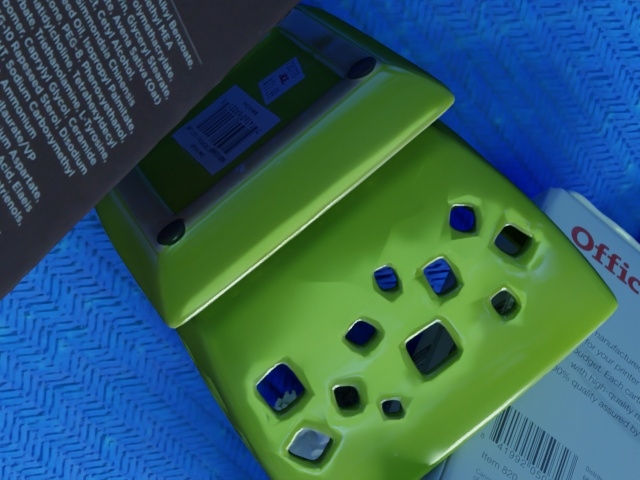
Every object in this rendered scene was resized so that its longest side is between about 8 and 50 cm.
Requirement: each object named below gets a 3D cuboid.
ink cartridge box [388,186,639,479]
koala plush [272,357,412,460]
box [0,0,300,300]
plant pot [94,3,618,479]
[{"bbox_3d":[0.155,0.139,0.960,0.207,0.117,0.283,38,51,-13],"label":"ink cartridge box"},{"bbox_3d":[0.056,0.188,1.054,0.196,0.203,0.221,-21,101,-26],"label":"koala plush"},{"bbox_3d":[-0.200,-0.065,0.674,0.381,0.191,0.143,-50,132,-30],"label":"box"},{"bbox_3d":[0.000,0.000,0.883,0.227,0.228,0.207,-39,119,-2],"label":"plant pot"}]
